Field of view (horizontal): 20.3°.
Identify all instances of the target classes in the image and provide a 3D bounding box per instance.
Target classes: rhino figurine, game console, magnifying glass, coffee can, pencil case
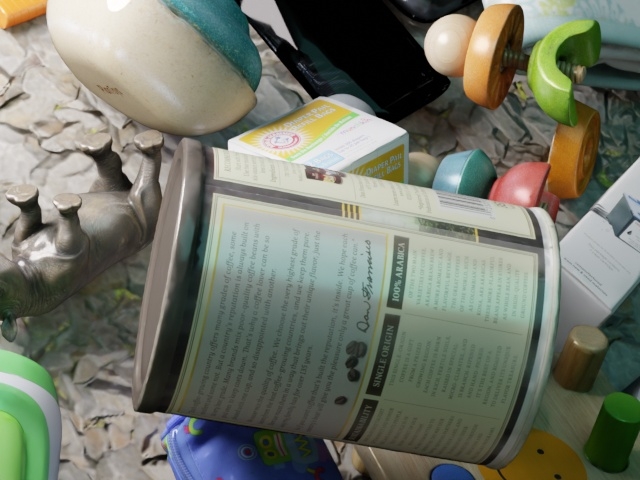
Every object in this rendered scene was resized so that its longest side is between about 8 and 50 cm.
[{"bbox_3d":[-0.216,0.004,1.453,0.073,0.106,0.243,22,43,31],"label":"rhino figurine"},{"bbox_3d":[0.090,-0.247,1.817,0.361,0.044,0.213,-32,78,-38],"label":"game console"},{"bbox_3d":[-0.210,-0.244,1.672,0.231,0.026,0.092,-27,74,-39],"label":"magnifying glass"},{"bbox_3d":[0.014,0.049,1.311,0.275,0.201,0.201,11,54,-9],"label":"coffee can"},{"bbox_3d":[-0.023,0.249,1.372,0.133,0.119,0.306,0,57,-45],"label":"pencil case"}]

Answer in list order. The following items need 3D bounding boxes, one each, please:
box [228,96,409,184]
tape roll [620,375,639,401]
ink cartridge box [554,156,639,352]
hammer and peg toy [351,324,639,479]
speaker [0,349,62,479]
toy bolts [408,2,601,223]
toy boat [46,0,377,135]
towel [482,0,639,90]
[{"bbox_3d":[0.000,0.000,1.486,0.103,0.203,0.114,25,39,37],"label":"box"},{"bbox_3d":[0.364,0.208,1.634,0.219,0.072,0.219,14,53,-19],"label":"tape roll"},{"bbox_3d":[0.253,0.027,1.653,0.082,0.139,0.191,41,49,6],"label":"ink cartridge box"},{"bbox_3d":[0.183,0.227,1.416,0.266,0.127,0.361,-5,42,-24],"label":"hammer and peg toy"},{"bbox_3d":[-0.255,0.229,1.263,0.131,0.131,0.296,14,54,-19],"label":"speaker"},{"bbox_3d":[0.163,-0.091,1.706,0.158,0.218,0.228,14,64,19],"label":"toy bolts"},{"bbox_3d":[-0.091,-0.143,1.548,0.318,0.267,0.148,42,81,-25],"label":"toy boat"},{"bbox_3d":[0.301,-0.313,1.908,0.374,0.090,0.320,4,61,-36],"label":"towel"}]
